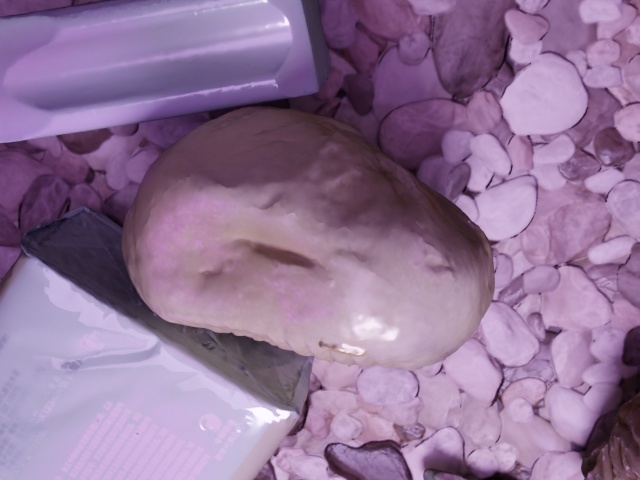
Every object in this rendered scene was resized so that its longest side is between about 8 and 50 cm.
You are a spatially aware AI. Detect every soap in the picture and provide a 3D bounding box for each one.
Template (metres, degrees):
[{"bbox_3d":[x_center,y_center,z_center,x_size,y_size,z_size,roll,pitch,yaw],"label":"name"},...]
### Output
[{"bbox_3d":[-0.174,-0.179,0.831,0.347,0.208,0.114,-7,107,7],"label":"soap"}]

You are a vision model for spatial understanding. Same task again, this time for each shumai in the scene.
[{"bbox_3d":[0.379,0.239,0.970,0.185,0.218,0.183,-24,104,52],"label":"shumai"}]

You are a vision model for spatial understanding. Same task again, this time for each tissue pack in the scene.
[{"bbox_3d":[-0.253,0.218,0.967,0.332,0.205,0.404,34,108,-6],"label":"tissue pack"}]

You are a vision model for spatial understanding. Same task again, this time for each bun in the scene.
[{"bbox_3d":[0.000,0.000,0.809,0.361,0.361,0.212,12,86,1],"label":"bun"}]

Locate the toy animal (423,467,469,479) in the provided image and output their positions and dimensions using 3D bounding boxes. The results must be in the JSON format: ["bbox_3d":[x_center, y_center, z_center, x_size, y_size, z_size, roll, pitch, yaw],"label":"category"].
[{"bbox_3d":[0.225,0.360,1.022,0.127,0.125,0.251,-35,85,41],"label":"toy animal"}]
